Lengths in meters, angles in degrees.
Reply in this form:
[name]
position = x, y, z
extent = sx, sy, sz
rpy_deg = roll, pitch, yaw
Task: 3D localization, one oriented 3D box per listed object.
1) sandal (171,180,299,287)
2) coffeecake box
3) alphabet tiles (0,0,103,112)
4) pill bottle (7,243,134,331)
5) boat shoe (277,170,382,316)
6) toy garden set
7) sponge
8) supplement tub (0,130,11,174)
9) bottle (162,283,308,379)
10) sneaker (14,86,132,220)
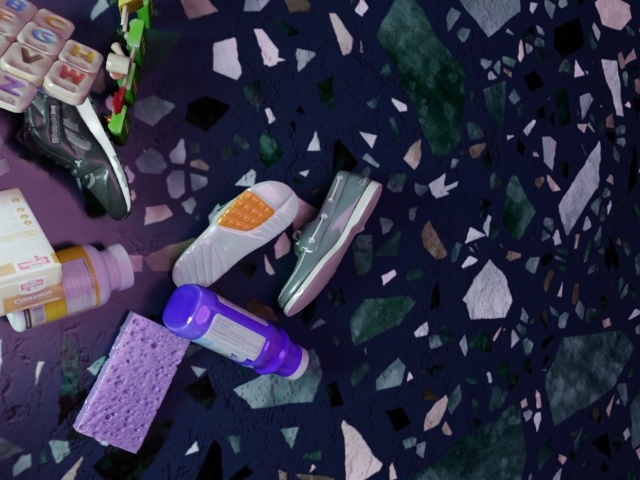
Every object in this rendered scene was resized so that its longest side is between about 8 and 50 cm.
[sandal]
position = -0.161, -0.017, 1.225
extent = 0.265, 0.076, 0.102
rpy_deg = -38, 113, -4
[coffeecake box]
position = -0.459, 0.018, 0.946
extent = 0.142, 0.185, 0.068
rpy_deg = -17, 138, -33
[alphabet tiles]
position = -0.441, -0.276, 0.914
extent = 0.284, 0.278, 0.021
rpy_deg = 22, 124, -19
[pill bottle]
position = -0.388, 0.064, 1.047
extent = 0.184, 0.103, 0.103
rpy_deg = -19, 103, -33
[boat shoe]
position = 0.000, 0.000, 1.337
extent = 0.099, 0.116, 0.320
rpy_deg = 31, 78, 13
[toy garden set]
position = -0.303, -0.286, 1.040
extent = 0.049, 0.204, 0.245
rpy_deg = 11, 85, -11
[sponge]
position = -0.315, 0.239, 1.150
extent = 0.117, 0.031, 0.210
rpy_deg = 33, 74, -32
[supplement tub]
position = -0.523, -0.162, 0.918
extent = 0.144, 0.144, 0.200
rpy_deg = -31, 109, -29
[bottle]
position = -0.139, 0.172, 1.214
extent = 0.282, 0.118, 0.092
rpy_deg = 34, 73, -37
[sneaker]
position = -0.393, -0.148, 1.049
extent = 0.124, 0.107, 0.284
rpy_deg = -27, 100, -21
